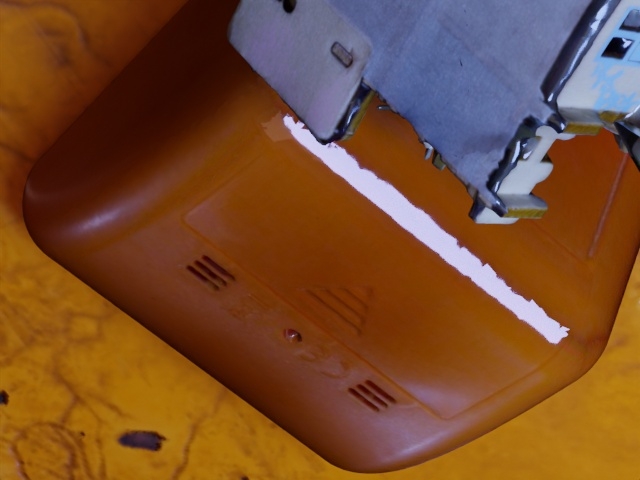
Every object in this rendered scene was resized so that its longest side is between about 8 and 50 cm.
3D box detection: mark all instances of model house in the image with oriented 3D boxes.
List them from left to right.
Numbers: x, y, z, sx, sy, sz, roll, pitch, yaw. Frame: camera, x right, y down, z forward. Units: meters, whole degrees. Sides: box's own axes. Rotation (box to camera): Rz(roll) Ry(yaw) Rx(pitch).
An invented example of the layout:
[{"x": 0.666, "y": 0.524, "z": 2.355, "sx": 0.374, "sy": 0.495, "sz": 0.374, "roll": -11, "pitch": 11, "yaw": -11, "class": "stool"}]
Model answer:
[{"x": 0.087, "y": -0.122, "z": 0.823, "sx": 0.206, "sy": 0.271, "sz": 0.178, "roll": -3, "pitch": 129, "yaw": -46, "class": "model house"}]

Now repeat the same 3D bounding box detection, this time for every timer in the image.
[{"x": 0.000, "y": 0.000, "z": 0.994, "sx": 0.257, "sy": 0.161, "sz": 0.250, "roll": 38, "pitch": 132, "yaw": -18, "class": "timer"}]
